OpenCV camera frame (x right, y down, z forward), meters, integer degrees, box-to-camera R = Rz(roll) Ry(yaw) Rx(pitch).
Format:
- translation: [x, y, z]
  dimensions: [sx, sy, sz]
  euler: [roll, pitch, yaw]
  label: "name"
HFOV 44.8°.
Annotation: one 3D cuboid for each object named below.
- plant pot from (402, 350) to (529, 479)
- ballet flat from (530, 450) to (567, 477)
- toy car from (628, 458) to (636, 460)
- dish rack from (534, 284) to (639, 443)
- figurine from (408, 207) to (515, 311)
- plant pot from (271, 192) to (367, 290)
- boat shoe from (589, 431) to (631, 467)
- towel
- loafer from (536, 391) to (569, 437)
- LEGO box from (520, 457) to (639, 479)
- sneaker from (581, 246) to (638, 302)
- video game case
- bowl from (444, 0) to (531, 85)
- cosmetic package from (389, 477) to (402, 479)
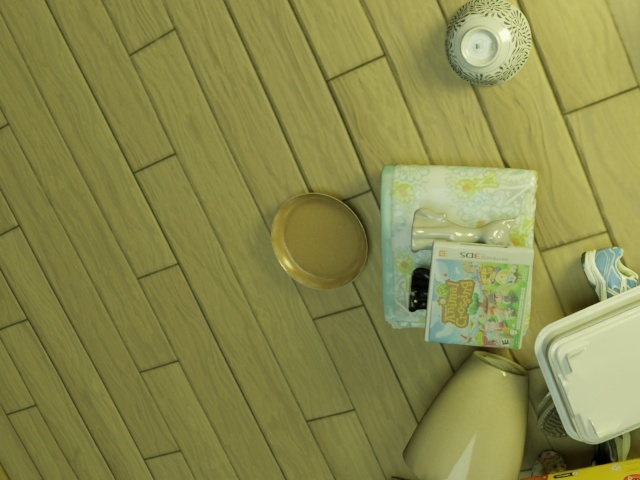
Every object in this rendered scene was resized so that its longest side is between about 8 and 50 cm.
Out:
- translation: [0.344, 0.389, 1.687]
  dimensions: [0.256, 0.256, 0.274]
  euler: [21, 99, 14]
  label: "plant pot"
- translation: [0.509, 0.596, 1.770]
  dimensions: [0.091, 0.077, 0.241]
  euler: [13, 113, 20]
  label: "ballet flat"
- translation: [0.745, 0.610, 1.690]
  dimensions: [0.225, 0.053, 0.239]
  euler: [17, 115, 16]
  label: "toy car"
- translation: [0.613, 0.246, 1.515]
  dimensions: [0.333, 0.072, 0.285]
  euler: [-24, 107, 4]
  label: "dish rack"
- translation: [0.287, 0.046, 1.560]
  dimensions: [0.209, 0.092, 0.215]
  euler: [3, 110, 10]
  label: "figurine"
- translation: [0.000, 0.000, 1.779]
  dimensions: [0.236, 0.032, 0.236]
  euler: [8, 112, 20]
  label: "plant pot"
- translation: [0.616, 0.488, 1.671]
  dimensions: [0.073, 0.080, 0.223]
  euler: [-7, 105, -17]
  label: "boat shoe"
- translation: [0.287, 0.025, 1.641]
  dimensions: [0.320, 0.090, 0.374]
  euler: [3, 111, 18]
  label: "towel"
- translation: [0.550, 0.303, 1.627]
  dimensions: [0.102, 0.092, 0.268]
  euler: [31, 112, -9]
  label: "loafer"
- translation: [0.665, 0.587, 1.460]
  dimensions: [0.500, 0.372, 0.193]
  euler: [-13, 105, 9]
  label: "LEGO box"
- translation: [0.598, 0.109, 1.545]
  dimensions: [0.081, 0.080, 0.211]
  euler: [-24, 100, 31]
  label: "sneaker"
- translation: [0.308, 0.109, 1.525]
  dimensions: [0.193, 0.023, 0.212]
  euler: [4, 110, 5]
  label: "video game case"
- translation: [0.311, -0.373, 1.481]
  dimensions: [0.170, 0.080, 0.170]
  euler: [8, 113, 20]
  label: "bowl"
- translation: [0.262, 0.835, 1.914]
  dimensions: [0.230, 0.161, 0.453]
  euler: [5, 111, 20]
  label: "cosmetic package"
